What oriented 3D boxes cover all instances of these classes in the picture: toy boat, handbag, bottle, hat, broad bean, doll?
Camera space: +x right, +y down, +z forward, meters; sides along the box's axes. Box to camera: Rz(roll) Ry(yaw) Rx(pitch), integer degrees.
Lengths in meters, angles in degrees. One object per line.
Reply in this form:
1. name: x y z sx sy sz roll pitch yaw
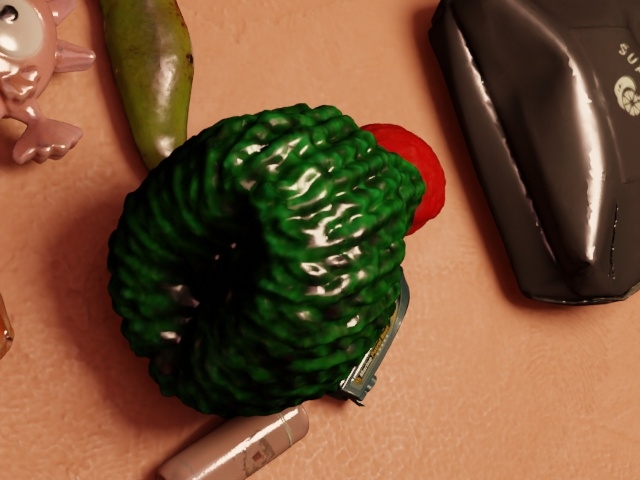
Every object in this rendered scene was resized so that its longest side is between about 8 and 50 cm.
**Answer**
1. toy boat: 0.045 0.083 1.317 0.060 0.055 0.141 37 69 -16
2. handbag: 0.288 -0.118 1.412 0.288 0.152 0.342 -15 84 -34
3. bottle: -0.076 0.185 1.251 0.140 0.053 0.053 -33 90 -23
4. hat: 0.000 0.000 1.241 0.332 0.274 0.242 -24 84 -49
5. broad bean: -0.166 -0.207 1.305 0.077 0.061 0.339 -16 82 -15
6. doll: -0.305 -0.176 1.231 0.211 0.093 0.262 -32 87 -29

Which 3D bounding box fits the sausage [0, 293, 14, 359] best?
1. sausage: -0.414 -0.048 1.166 0.094 0.094 0.419 -44 95 -8
